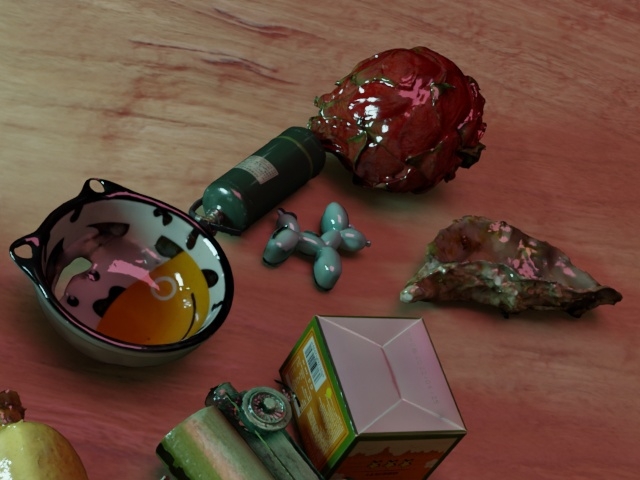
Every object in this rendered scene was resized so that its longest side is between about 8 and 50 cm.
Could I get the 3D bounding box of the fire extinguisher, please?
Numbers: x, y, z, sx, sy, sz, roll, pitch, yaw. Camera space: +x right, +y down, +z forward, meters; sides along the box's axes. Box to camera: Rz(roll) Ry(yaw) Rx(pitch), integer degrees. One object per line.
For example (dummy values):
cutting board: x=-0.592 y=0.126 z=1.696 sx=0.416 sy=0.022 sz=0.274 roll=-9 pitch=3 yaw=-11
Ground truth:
fire extinguisher: x=-0.109 y=-0.075 z=2.017 sx=0.118 sy=0.093 sz=0.294 roll=18 pitch=38 yaw=28

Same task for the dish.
dish: x=-0.267 y=0.069 z=1.778 sx=0.303 sy=0.120 sz=0.303 roll=14 pitch=45 yaw=-14

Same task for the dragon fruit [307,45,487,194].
dragon fruit: x=0.125 y=-0.190 z=2.128 sx=0.299 sy=0.244 sz=0.244 roll=-9 pitch=52 yaw=-6

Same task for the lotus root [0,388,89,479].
lotus root: x=-0.330 y=0.310 z=1.498 sx=0.146 sy=0.131 sz=0.303 roll=-27 pitch=48 yaw=-2

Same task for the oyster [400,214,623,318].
oyster: x=0.283 y=0.047 z=2.106 sx=0.396 sy=0.111 sz=0.204 roll=6 pitch=30 yaw=-21

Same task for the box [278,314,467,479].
box: x=0.065 y=0.220 z=1.784 sx=0.178 sy=0.148 sz=0.195 roll=3 pitch=49 yaw=-30

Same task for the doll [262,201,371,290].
doll: x=0.000 y=0.000 z=2.020 sx=0.159 sy=0.059 sz=0.158 roll=20 pitch=44 yaw=-7

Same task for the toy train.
toy train: x=-0.067 y=0.307 z=1.639 sx=0.189 sy=0.126 sz=0.307 roll=-18 pitch=61 yaw=-49

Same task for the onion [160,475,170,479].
onion: x=-0.210 y=0.331 z=1.550 sx=0.150 sy=0.140 sz=0.150 roll=13 pitch=34 yaw=-9
